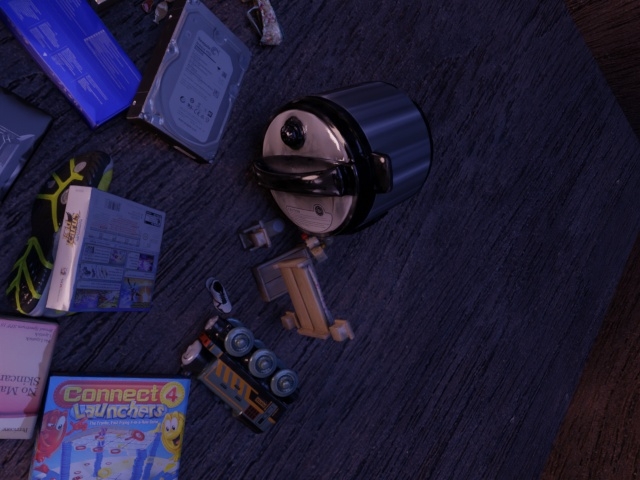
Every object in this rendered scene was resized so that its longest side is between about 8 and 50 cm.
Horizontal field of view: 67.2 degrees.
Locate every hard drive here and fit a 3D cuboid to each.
[{"bbox_3d":[-0.311,-0.393,1.199,0.237,0.064,0.339,33,69,-51],"label":"hard drive"}]

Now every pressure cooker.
[{"bbox_3d":[0.041,-0.210,1.266,0.420,0.370,0.375,-28,76,-41],"label":"pressure cooker"}]

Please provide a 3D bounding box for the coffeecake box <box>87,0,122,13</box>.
[{"bbox_3d":[-0.525,-0.649,1.116,0.142,0.068,0.185,-45,111,-25],"label":"coffeecake box"}]

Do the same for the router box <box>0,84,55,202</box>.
[{"bbox_3d":[-0.734,-0.185,0.964,0.243,0.081,0.309,32,72,-28],"label":"router box"}]

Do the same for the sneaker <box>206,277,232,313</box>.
[{"bbox_3d":[-0.265,0.149,1.272,0.040,0.044,0.109,-37,109,-30],"label":"sneaker"}]

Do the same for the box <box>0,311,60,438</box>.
[{"bbox_3d":[-0.642,0.269,0.982,0.148,0.127,0.232,15,81,-31],"label":"box"}]

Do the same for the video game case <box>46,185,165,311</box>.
[{"bbox_3d":[-0.453,0.030,1.052,0.269,0.061,0.244,30,65,-74],"label":"video game case"}]

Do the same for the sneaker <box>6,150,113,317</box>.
[{"bbox_3d":[-0.546,-0.016,1.069,0.147,0.145,0.384,40,63,-57],"label":"sneaker"}]

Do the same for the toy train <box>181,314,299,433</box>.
[{"bbox_3d":[-0.203,0.349,1.258,0.190,0.142,0.334,-47,112,-14],"label":"toy train"}]

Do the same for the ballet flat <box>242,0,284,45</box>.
[{"bbox_3d":[-0.174,-0.656,1.333,0.077,0.091,0.241,-23,98,-8],"label":"ballet flat"}]

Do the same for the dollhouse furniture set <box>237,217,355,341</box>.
[{"bbox_3d":[-0.025,0.070,1.242,0.174,0.355,0.303,-26,101,-31],"label":"dollhouse furniture set"}]

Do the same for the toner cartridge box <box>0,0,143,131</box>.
[{"bbox_3d":[-0.560,-0.439,1.085,0.165,0.075,0.348,-44,111,-27],"label":"toner cartridge box"}]

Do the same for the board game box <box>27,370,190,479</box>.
[{"bbox_3d":[-0.473,0.458,1.091,0.308,0.086,0.302,10,79,-30],"label":"board game box"}]

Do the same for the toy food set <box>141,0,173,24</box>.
[{"bbox_3d":[-0.411,-0.616,1.214,0.078,0.019,0.122,35,79,-34],"label":"toy food set"}]

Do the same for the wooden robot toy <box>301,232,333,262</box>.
[{"bbox_3d":[0.000,0.000,1.309,0.079,0.173,0.076,-32,104,0],"label":"wooden robot toy"}]
